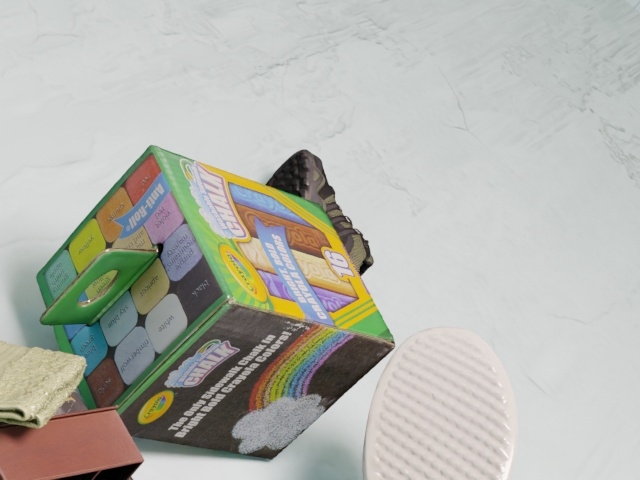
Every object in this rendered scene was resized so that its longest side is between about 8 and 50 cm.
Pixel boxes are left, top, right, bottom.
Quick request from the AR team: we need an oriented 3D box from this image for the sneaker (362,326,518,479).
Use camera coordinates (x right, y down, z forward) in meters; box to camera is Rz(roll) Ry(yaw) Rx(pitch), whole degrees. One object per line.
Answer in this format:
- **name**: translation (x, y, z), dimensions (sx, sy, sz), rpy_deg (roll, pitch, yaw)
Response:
- **sneaker**: translation (0.098, 0.257, 1.284), dimensions (0.135, 0.150, 0.366), rpy_deg (4, 59, 1)

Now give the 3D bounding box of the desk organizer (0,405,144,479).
- **desk organizer**: translation (-0.194, 0.159, 1.085), dimensions (0.130, 0.047, 0.050), rpy_deg (-3, 51, -50)

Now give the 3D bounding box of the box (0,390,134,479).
- **box**: translation (-0.254, 0.221, 1.060), dimensions (0.307, 0.076, 0.242), rpy_deg (-8, 53, -52)

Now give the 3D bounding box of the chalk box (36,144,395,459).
- **chalk box**: translation (-0.113, 0.053, 1.292), dimensions (0.289, 0.180, 0.179), rpy_deg (20, 33, -48)

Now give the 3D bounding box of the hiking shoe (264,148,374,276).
- **hiking shoe**: translation (0.000, 0.000, 1.644), dimensions (0.114, 0.086, 0.227), rpy_deg (34, 33, -35)

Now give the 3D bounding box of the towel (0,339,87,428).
- **towel**: translation (-0.235, 0.101, 1.100), dimensions (0.110, 0.027, 0.148), rpy_deg (8, 11, 5)
